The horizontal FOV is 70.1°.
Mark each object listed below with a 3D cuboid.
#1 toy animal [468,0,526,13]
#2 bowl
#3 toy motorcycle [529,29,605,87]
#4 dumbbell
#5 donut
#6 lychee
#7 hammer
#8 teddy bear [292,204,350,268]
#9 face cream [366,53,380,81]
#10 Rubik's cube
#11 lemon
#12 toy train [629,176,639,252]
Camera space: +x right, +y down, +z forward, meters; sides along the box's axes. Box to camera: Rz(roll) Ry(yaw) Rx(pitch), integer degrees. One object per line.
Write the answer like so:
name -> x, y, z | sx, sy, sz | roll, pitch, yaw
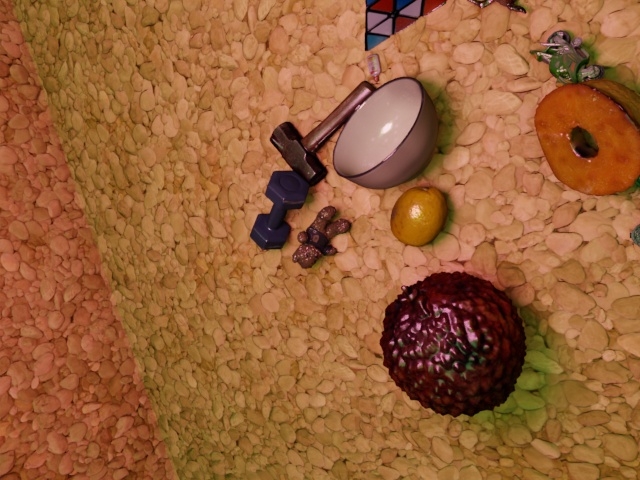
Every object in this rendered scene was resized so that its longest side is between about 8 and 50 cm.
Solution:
toy animal -> 0.528, -0.738, 1.201 | 0.259, 0.087, 0.244 | 18, 125, 23
bowl -> 0.220, -0.292, 1.378 | 0.185, 0.354, 0.353 | 33, 128, -32
toy motorcycle -> 0.639, -0.460, 1.184 | 0.106, 0.074, 0.190 | -36, 62, 19
dumbbell -> -0.154, -0.103, 1.655 | 0.316, 0.156, 0.144 | -60, 41, 47
donut -> 0.686, -0.265, 1.139 | 0.303, 0.110, 0.303 | 51, 162, 23
lychee -> 0.376, 0.286, 1.344 | 0.424, 0.425, 0.500 | -17, 122, 32
hammer -> 0.024, -0.392, 1.559 | 0.408, 0.095, 0.243 | -39, 82, 29
teddy bear -> -0.004, -0.010, 1.654 | 0.181, 0.129, 0.251 | 34, 100, -27
face cream -> 0.174, -0.555, 1.468 | 0.040, 0.021, 0.084 | -7, 100, 31
Rubik's cube -> 0.171, -0.736, 1.299 | 0.284, 0.234, 0.250 | -15, 95, 32
lemon -> 0.309, -0.074, 1.439 | 0.169, 0.170, 0.208 | 28, 123, 20
toy train -> 0.886, -0.080, 1.132 | 0.189, 0.126, 0.308 | 0, 103, 29
